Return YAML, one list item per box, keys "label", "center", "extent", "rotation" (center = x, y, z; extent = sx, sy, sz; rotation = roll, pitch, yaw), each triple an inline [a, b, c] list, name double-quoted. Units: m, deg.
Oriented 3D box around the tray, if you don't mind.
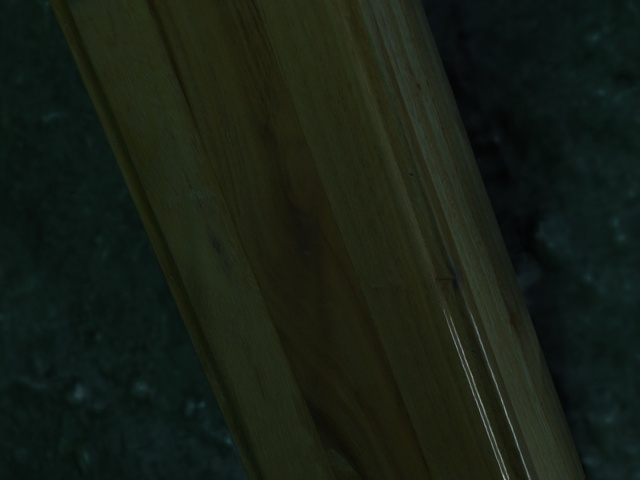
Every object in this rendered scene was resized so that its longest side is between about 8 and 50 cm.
- label: "tray"
  center: [0.000, 0.000, 1.152]
  extent: [0.203, 0.076, 0.411]
  rotation: [-7, 116, 32]
